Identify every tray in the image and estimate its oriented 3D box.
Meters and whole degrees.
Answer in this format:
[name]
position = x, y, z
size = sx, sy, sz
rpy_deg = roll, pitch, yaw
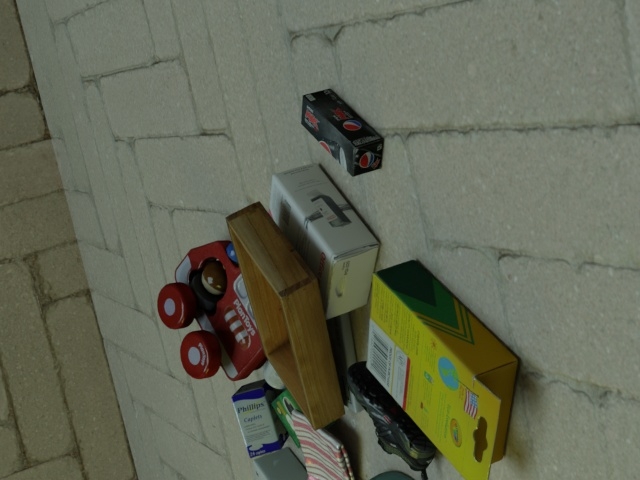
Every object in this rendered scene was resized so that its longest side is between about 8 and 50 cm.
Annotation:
[tray]
position = -0.054, 0.139, 1.983
size = 0.203, 0.076, 0.411
rpy_deg = 53, 163, 37

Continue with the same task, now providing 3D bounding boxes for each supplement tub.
[supplement tub]
position = -0.069, 0.244, 2.249
size = 0.071, 0.071, 0.107
rpy_deg = 64, 154, 19

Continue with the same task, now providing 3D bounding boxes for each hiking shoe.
[hiking shoe]
position = 0.109, 0.300, 1.895
size = 0.227, 0.086, 0.114
rpy_deg = 49, 143, 40

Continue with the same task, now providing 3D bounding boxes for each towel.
[towel]
position = 0.009, 0.426, 2.183
size = 0.144, 0.029, 0.197
rpy_deg = 28, 143, 43

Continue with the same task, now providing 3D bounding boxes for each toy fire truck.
[toy fire truck]
position = -0.187, 0.131, 2.356
size = 0.254, 0.169, 0.302
rpy_deg = -48, 60, 34

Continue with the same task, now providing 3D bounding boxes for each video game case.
[video game case]
position = 0.015, 0.199, 2.105
size = 0.183, 0.023, 0.201
rpy_deg = 22, 126, 59

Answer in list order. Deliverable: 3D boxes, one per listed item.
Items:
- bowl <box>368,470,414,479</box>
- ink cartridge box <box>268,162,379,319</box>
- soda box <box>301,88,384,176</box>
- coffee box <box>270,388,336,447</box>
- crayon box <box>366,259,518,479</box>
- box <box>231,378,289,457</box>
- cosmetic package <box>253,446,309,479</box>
[bowl]
position = 0.078, 0.564, 1.955
size = 0.311, 0.163, 0.312
rpy_deg = 4, 95, 59
[ink cartridge box]
position = 0.000, 0.000, 1.924
size = 0.218, 0.092, 0.159
rpy_deg = 55, 151, 36
[soda box]
position = 0.032, -0.171, 1.793
size = 0.169, 0.053, 0.060
rpy_deg = 49, 146, 42
[coffee box]
position = -0.035, 0.341, 2.251
size = 0.113, 0.040, 0.184
rpy_deg = 57, 156, 10
[crayon box]
position = 0.186, 0.199, 1.677
size = 0.318, 0.081, 0.202
rpy_deg = 48, 145, 44
[box]
position = -0.125, 0.370, 2.382
size = 0.126, 0.072, 0.137
rpy_deg = -28, -80, -84
[cosmetic package]
position = -0.038, 0.678, 2.439
size = 0.284, 0.097, 0.377
rpy_deg = 45, 144, 50
